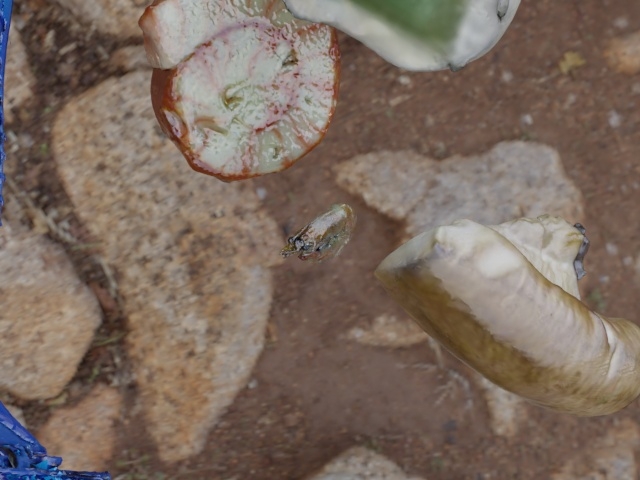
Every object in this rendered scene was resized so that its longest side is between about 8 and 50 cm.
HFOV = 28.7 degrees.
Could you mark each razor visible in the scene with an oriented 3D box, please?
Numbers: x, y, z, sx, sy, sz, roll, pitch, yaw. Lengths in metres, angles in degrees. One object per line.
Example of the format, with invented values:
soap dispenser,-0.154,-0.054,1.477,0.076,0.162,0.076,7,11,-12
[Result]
razor,-0.171,-0.012,0.631,0.093,0.056,0.324,18,55,-53

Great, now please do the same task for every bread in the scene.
bread,-0.112,-0.259,1.886,0.295,0.114,0.327,-19,113,-18

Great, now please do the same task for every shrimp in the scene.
shrimp,0.000,0.000,1.867,0.190,0.042,0.101,-22,132,-54

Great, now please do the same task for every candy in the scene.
candy,0.111,-0.445,1.673,0.386,0.427,0.186,22,45,1

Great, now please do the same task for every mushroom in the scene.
mushroom,0.253,0.115,1.743,0.397,0.224,0.313,5,52,-52
